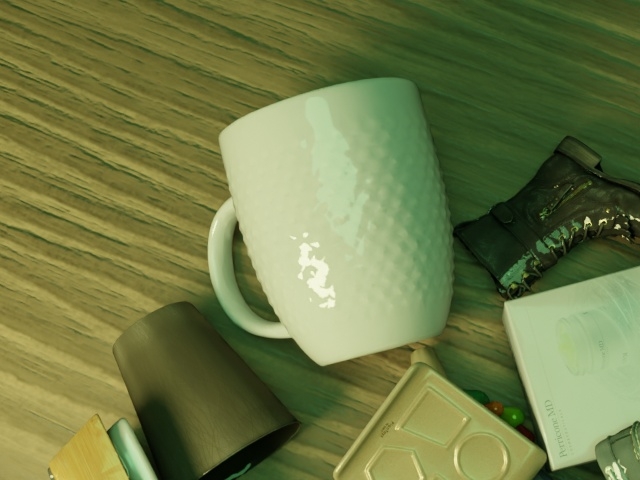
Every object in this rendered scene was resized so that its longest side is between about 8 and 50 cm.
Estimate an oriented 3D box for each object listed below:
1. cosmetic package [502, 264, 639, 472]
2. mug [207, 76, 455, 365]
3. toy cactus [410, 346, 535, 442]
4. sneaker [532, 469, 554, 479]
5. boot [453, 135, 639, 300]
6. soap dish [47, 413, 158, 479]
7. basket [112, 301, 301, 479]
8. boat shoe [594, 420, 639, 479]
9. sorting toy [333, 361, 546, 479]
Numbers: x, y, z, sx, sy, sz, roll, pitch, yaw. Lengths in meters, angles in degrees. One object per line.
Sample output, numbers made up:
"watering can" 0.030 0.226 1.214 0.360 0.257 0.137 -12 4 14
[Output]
"cosmetic package" 0.374 0.166 1.651 0.225 0.138 0.224 -16 76 5
"mug" 0.000 0.000 1.687 0.374 0.276 0.328 -19 82 33
"toy cactus" 0.162 0.232 1.694 0.219 0.112 0.180 -16 58 6
"sneaker" 0.381 0.391 1.629 0.131 0.112 0.319 -40 80 -19
"boot" 0.332 0.002 1.709 0.229 0.091 0.263 -44 55 -3
"soap dish" -0.241 0.381 1.626 0.118 0.229 0.290 -26 76 -13
"basket" -0.169 0.208 1.703 0.204 0.154 0.227 -35 73 4
"boat shoe" 0.428 0.368 1.532 0.099 0.116 0.319 -21 95 25
"sorting toy" 0.151 0.285 1.609 0.208 0.038 0.193 36 96 5
